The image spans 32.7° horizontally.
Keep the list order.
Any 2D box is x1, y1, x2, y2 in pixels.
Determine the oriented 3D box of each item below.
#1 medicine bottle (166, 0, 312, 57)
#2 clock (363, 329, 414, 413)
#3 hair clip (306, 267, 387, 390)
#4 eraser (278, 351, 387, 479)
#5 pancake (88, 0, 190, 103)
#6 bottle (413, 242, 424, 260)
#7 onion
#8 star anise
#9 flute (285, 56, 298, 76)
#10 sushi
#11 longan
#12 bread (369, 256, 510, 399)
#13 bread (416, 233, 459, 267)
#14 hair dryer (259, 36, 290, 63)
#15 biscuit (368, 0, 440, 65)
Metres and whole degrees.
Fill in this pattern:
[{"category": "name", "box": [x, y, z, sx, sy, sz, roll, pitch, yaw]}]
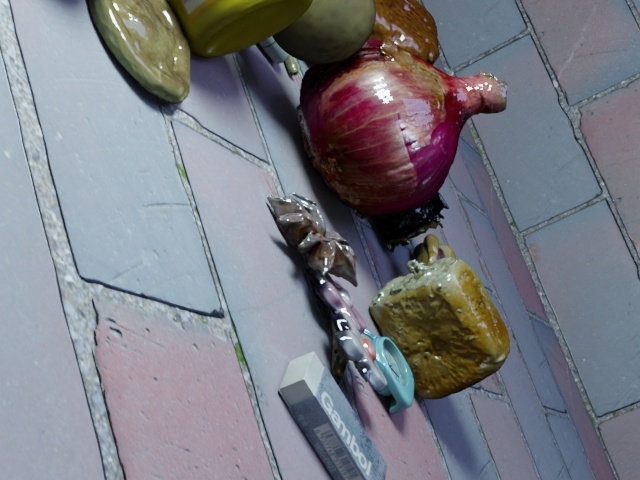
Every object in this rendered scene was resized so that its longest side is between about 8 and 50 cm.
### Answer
[{"category": "medicine bottle", "box": [-0.182, -0.499, 1.698, 0.384, 0.224, 0.224, 64, 18, 4]}, {"category": "clock", "box": [0.105, 0.207, 1.817, 0.147, 0.045, 0.108, 57, 19, -17]}, {"category": "hair clip", "box": [0.039, 0.140, 1.697, 0.146, 0.075, 0.257, 43, 22, -37]}, {"category": "eraser", "box": [0.020, 0.263, 1.505, 0.212, 0.046, 0.092, 59, 19, -15]}, {"category": "pancake", "box": [-0.244, -0.295, 1.541, 0.222, 0.042, 0.236, 58, 17, -5]}, {"category": "bottle", "box": [0.226, 0.061, 2.331, 0.053, 0.053, 0.140, 54, 21, -28]}, {"category": "onion", "box": [0.158, -0.220, 2.009, 0.348, 0.385, 0.347, -17, 90, -87]}, {"category": "star anise", "box": [0.000, 0.000, 1.732, 0.182, 0.065, 0.195, 53, 12, 24]}, {"category": "flute", "box": [-0.090, -0.430, 2.170, 0.027, 0.027, 0.233, 17, 50, -66]}, {"category": "sushi", "box": [0.193, -0.064, 2.262, 0.115, 0.147, 0.212, 61, 14, -6]}, {"category": "longan", "box": [-0.006, -0.407, 1.859, 0.196, 0.197, 0.220, -75, 151, -64]}, {"category": "bread", "box": [0.217, 0.139, 1.977, 0.246, 0.196, 0.176, 60, 23, -11]}, {"category": "bread", "box": [0.260, 0.097, 2.218, 0.225, 0.081, 0.134, 51, 49, -39]}, {"category": "hair dryer", "box": [-0.099, -0.405, 2.092, 0.082, 0.047, 0.137, 49, 16, -39]}, {"category": "biscuit", "box": [0.098, -0.485, 2.400, 0.343, 0.166, 0.395, 36, 26, -18]}]
